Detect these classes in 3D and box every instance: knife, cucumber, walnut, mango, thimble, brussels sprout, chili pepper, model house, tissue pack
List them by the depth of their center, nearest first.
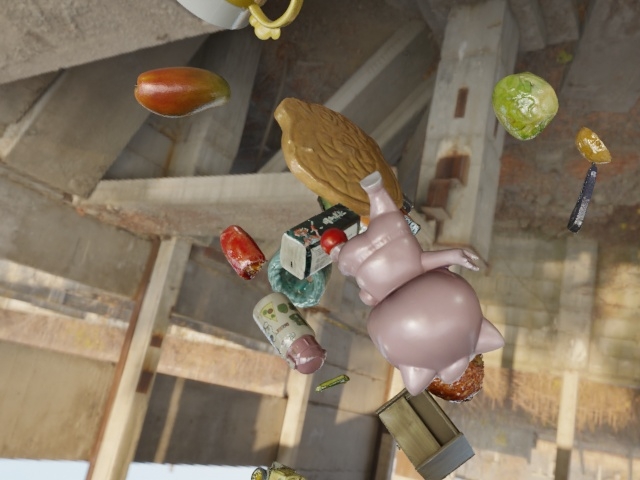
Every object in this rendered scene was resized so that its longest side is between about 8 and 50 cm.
[{"bbox_3d":[0.435,-0.071,0.970,0.018,0.121,0.031,19,-178,8],"label":"knife"},{"bbox_3d":[-0.001,0.000,1.279,0.090,0.170,0.103,36,139,29],"label":"tissue pack"},{"bbox_3d":[-0.179,0.023,1.319,0.070,0.123,0.073,-18,143,-30],"label":"chili pepper"},{"bbox_3d":[0.737,-0.250,1.609,0.052,0.121,0.091,-37,171,10],"label":"walnut"},{"bbox_3d":[-0.391,-0.436,1.711,0.289,0.129,0.146,-17,134,-27],"label":"mango"},{"bbox_3d":[0.055,-0.067,1.721,0.078,0.211,0.062,-21,130,-3],"label":"cucumber"},{"bbox_3d":[0.610,-0.403,1.778,0.161,0.223,0.223,-13,165,-3],"label":"brussels sprout"},{"bbox_3d":[-0.061,0.110,1.949,0.198,0.143,0.235,-20,112,26],"label":"thimble"},{"bbox_3d":[0.256,0.006,2.005,0.190,0.271,0.301,27,-160,-48],"label":"model house"}]

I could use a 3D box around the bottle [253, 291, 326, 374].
[{"bbox_3d":[-0.082,0.262,1.630,0.120,0.120,0.253,29,-166,-48],"label":"bottle"}]

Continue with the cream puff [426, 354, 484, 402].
[{"bbox_3d":[0.343,0.328,1.607,0.240,0.164,0.240,31,-166,-9],"label":"cream puff"}]

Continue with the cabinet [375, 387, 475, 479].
[{"bbox_3d":[0.259,0.480,1.460,0.175,0.148,0.215,51,176,37],"label":"cabinet"}]

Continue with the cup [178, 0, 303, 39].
[{"bbox_3d":[-0.100,-0.421,0.843,0.226,0.241,0.185,-36,180,38],"label":"cup"}]

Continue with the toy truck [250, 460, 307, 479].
[{"bbox_3d":[-0.105,0.656,1.339,0.157,0.272,0.124,-4,147,45],"label":"toy truck"}]

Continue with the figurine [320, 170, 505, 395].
[{"bbox_3d":[0.119,0.058,0.808,0.287,0.176,0.186,52,-177,20],"label":"figurine"}]

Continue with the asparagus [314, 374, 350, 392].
[{"bbox_3d":[0.032,0.415,1.700,0.108,0.025,0.021,-22,124,1],"label":"asparagus"}]

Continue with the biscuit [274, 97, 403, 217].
[{"bbox_3d":[0.061,-0.220,1.559,0.385,0.365,0.062,14,136,-38],"label":"biscuit"}]
